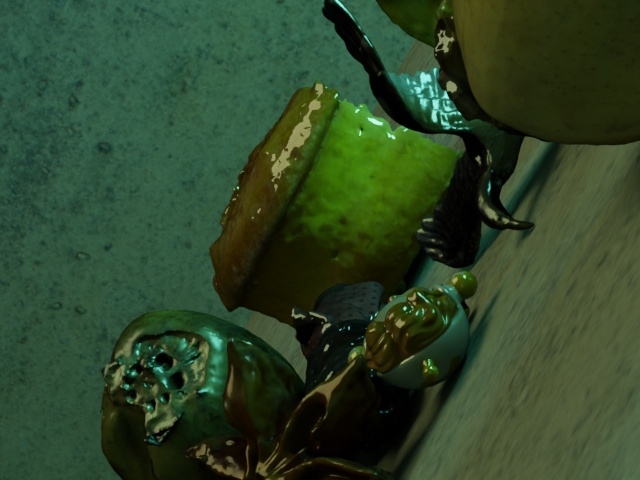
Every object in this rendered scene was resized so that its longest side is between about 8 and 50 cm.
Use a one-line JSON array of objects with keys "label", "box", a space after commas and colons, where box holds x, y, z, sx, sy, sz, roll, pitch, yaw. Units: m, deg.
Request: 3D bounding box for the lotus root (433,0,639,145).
[{"label": "lotus root", "box": [0.149, -0.182, 0.956, 0.310, 0.182, 0.183, 92, -162, -48]}]

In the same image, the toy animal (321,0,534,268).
[{"label": "toy animal", "box": [0.121, -0.088, 1.339, 0.160, 0.272, 0.197, -45, 41, -6]}]

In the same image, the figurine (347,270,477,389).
[{"label": "figurine", "box": [0.068, 0.068, 1.287, 0.101, 0.068, 0.143, -36, -3, -14]}]

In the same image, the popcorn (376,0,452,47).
[{"label": "popcorn", "box": [0.118, -0.289, 1.702, 0.276, 0.276, 0.225, -58, -1, 32]}]

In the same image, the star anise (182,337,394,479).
[{"label": "star anise", "box": [-0.016, 0.166, 1.267, 0.212, 0.111, 0.196, -163, 70, -66]}]

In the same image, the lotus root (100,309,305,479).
[{"label": "lotus root", "box": [-0.075, 0.155, 1.458, 0.275, 0.152, 0.160, 61, -138, -62]}]

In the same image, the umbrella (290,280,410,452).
[{"label": "umbrella", "box": [0.028, 0.091, 1.463, 0.326, 0.094, 0.090, -91, -14, -79]}]

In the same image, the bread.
[{"label": "bread", "box": [0.000, 0.000, 1.757, 0.340, 0.194, 0.179, 125, 167, -70]}]
